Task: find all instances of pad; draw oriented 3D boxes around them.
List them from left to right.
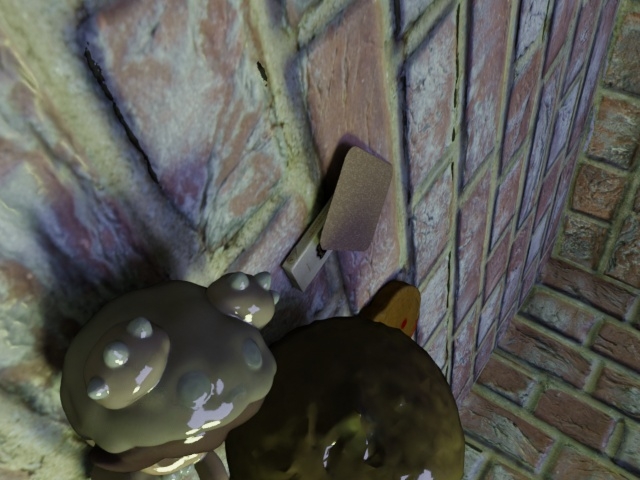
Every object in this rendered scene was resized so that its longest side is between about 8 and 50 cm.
[{"bbox_3d":[0.070,-0.065,1.097,0.266,0.002,0.176,5,103,-68],"label":"pad"}]

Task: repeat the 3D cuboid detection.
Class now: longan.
[{"bbox_3d":[0.038,0.323,1.013,0.391,0.391,0.391,-43,147,-36],"label":"longan"}]

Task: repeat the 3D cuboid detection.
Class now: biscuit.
[{"bbox_3d":[0.139,0.278,1.528,0.359,0.074,0.381,20,93,-62],"label":"biscuit"}]

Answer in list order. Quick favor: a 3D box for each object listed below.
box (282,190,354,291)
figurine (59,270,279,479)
[{"bbox_3d":[0.000,0.000,1.049,0.167,0.024,0.090,-55,154,-17],"label":"box"},{"bbox_3d":[-0.185,0.195,0.723,0.248,0.203,0.380,-21,144,-45],"label":"figurine"}]
